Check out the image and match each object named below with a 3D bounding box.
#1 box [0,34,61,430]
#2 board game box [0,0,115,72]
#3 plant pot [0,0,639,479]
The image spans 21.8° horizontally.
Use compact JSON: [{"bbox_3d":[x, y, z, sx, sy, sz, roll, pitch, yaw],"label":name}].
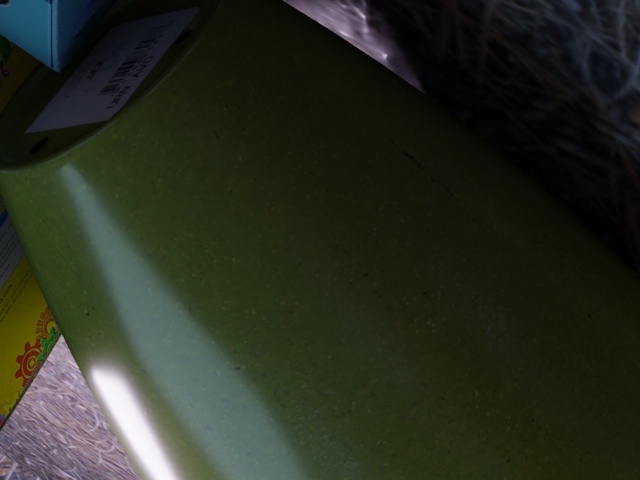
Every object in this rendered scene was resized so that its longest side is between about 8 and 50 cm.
[{"bbox_3d":[-0.274,-0.023,0.853,0.279,0.290,0.177,11,148,32],"label":"box"},{"bbox_3d":[-0.217,-0.232,0.645,0.336,0.079,0.254,34,161,1],"label":"board game box"},{"bbox_3d":[-0.010,0.019,0.798,0.275,0.275,0.293,7,142,54],"label":"plant pot"}]
